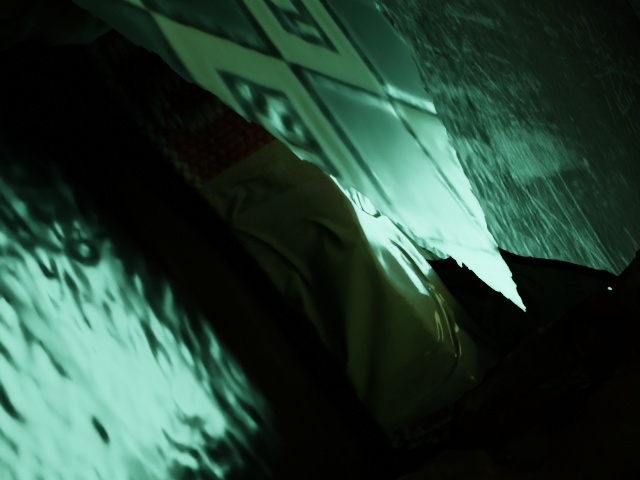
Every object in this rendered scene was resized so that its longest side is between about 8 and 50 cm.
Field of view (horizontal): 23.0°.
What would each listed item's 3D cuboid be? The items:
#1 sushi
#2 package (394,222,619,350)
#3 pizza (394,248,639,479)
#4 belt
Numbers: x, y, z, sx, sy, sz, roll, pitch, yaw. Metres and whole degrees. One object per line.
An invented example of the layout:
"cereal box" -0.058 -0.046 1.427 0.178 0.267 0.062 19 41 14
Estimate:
"sushi" -0.091 -0.117 0.439 0.294 0.059 0.292 32 25 -36
"package" 0.106 0.051 0.647 0.154 0.030 0.239 49 -13 -27
"pizza" 0.135 0.105 0.477 0.114 0.278 0.409 -118 -170 -51
"belt" 0.000 0.000 0.582 0.232 0.053 0.071 50 14 -26
